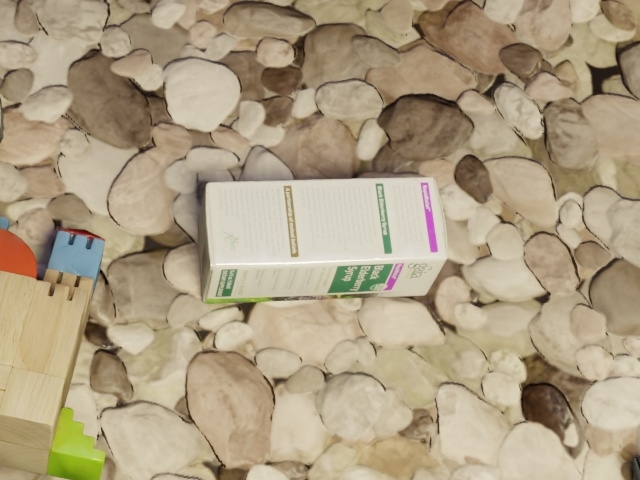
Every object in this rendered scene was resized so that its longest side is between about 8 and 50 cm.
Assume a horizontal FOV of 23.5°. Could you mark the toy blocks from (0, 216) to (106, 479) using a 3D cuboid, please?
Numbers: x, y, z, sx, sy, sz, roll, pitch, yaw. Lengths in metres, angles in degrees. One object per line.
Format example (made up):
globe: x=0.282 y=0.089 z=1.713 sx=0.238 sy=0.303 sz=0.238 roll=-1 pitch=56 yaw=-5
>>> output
toy blocks: x=-0.362 y=0.053 z=1.420 sx=0.381 sy=0.191 sz=0.261 roll=12 pitch=52 yaw=-5

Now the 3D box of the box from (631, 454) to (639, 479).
box: x=0.431 y=0.270 z=1.452 sx=0.232 sy=0.059 sz=0.183 roll=-11 pitch=48 yaw=1

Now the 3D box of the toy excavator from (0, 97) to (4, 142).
toy excavator: x=-0.460 y=-0.286 z=1.476 sx=0.222 sy=0.433 sz=0.445 roll=-12 pitch=93 yaw=3

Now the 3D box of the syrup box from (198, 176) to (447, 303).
syrup box: x=0.000 y=0.000 z=1.536 sx=0.237 sy=0.093 sz=0.096 roll=-1 pitch=65 yaw=-11
